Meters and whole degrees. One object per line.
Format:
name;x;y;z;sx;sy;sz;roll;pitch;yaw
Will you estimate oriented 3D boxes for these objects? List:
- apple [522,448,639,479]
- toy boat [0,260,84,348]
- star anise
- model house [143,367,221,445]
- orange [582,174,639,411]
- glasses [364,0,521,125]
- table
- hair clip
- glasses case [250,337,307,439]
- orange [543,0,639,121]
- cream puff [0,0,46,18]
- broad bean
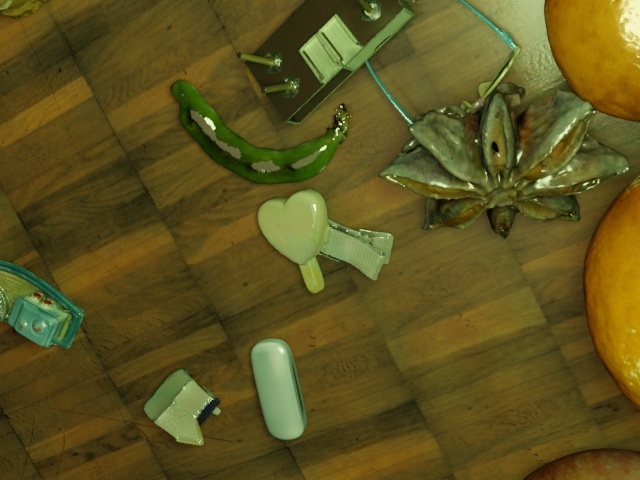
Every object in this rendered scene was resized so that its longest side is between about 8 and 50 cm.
apple;0.426;0.472;1.337;0.345;0.269;0.344;4;108;13
toy boat;-0.533;0.107;1.589;0.238;0.098;0.109;30;109;6
star anise;0.245;-0.106;1.239;0.332;0.331;0.117;-11;61;18
model house;-0.230;0.289;1.574;0.100;0.088;0.100;44;81;-25
orange;0.544;0.065;1.152;0.424;0.326;0.423;1;110;2
glasses;0.166;-0.268;1.314;0.190;0.088;0.220;-44;71;23
table;-0.007;-0.292;1.295;0.240;0.111;0.121;-41;72;22
hair clip;-0.001;0.003;1.430;0.219;0.071;0.159;22;113;13
glasses case;-0.069;0.249;1.529;0.067;0.045;0.178;-8;103;17
orange;0.423;-0.288;1.136;0.284;0.226;0.283;2;103;11
cream puff;-0.469;-0.426;1.400;0.150;0.115;0.165;33;121;12
broad bean;-0.100;-0.161;1.417;0.292;0.049;0.144;11;103;10
